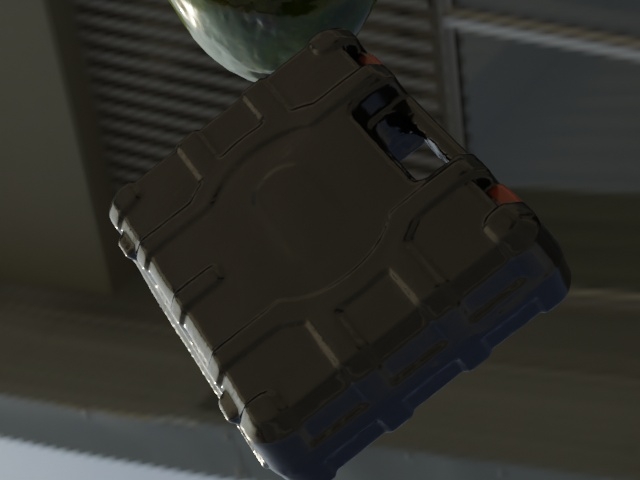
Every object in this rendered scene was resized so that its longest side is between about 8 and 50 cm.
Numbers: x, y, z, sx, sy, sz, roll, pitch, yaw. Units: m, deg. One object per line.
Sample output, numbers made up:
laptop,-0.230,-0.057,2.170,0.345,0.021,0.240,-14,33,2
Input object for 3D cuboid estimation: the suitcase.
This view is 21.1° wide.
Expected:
suitcase,0.000,0.000,1.026,0.206,0.066,0.285,-38,-141,-1

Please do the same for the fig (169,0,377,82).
fig,-0.079,-0.260,1.495,0.275,0.206,0.206,29,-141,-4
